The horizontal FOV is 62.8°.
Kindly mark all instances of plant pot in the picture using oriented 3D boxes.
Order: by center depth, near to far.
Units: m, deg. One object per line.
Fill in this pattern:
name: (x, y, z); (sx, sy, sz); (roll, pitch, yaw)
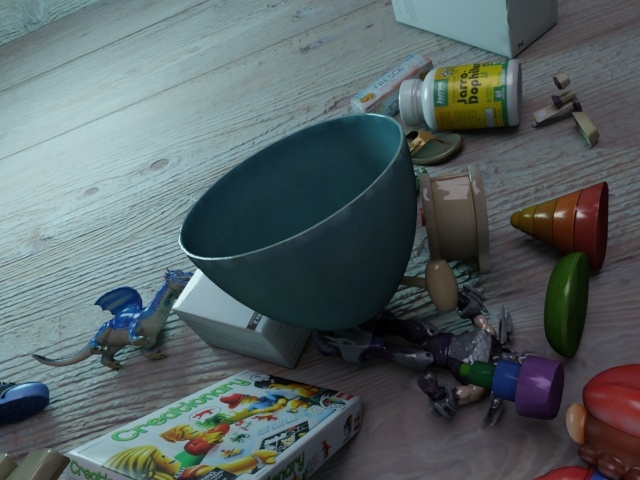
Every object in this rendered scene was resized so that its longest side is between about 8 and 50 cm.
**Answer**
plant pot: (0.000, 0.000, 0.662); (0.291, 0.195, 0.290); (-21, 30, 13)

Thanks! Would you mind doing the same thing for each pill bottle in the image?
pill bottle: (0.259, -0.264, 0.972); (0.209, 0.117, 0.117); (2, 53, 25)

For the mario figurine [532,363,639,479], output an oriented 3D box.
mario figurine: (0.300, 0.278, 0.520); (0.198, 0.170, 0.320); (29, 75, 0)

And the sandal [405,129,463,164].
sandal: (0.174, -0.183, 0.987); (0.180, 0.049, 0.072); (7, 55, 29)

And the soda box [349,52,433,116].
soda box: (0.154, -0.311, 1.096); (0.183, 0.063, 0.058); (-37, 46, -10)

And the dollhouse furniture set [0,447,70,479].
dollhouse furniture set: (-0.228, 0.400, 0.453); (0.394, 0.362, 0.256); (-24, 27, 44)

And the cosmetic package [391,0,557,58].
cosmetic package: (0.316, -0.560, 1.145); (0.155, 0.196, 0.366); (-40, 49, -12)

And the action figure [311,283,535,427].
action figure: (0.141, 0.141, 0.697); (0.285, 0.099, 0.185); (7, 43, 23)

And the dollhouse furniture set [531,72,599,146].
dollhouse furniture set: (0.407, -0.206, 0.891); (0.081, 0.091, 0.114); (-27, 47, 22)

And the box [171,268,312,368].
box: (-0.099, 0.083, 0.837); (0.182, 0.119, 0.180); (9, 56, 30)

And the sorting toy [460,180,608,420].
sorting toy: (0.271, 0.055, 0.670); (0.126, 0.127, 0.365); (7, 45, 36)

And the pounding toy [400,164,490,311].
pounding toy: (0.150, -0.026, 0.735); (0.155, 0.154, 0.269); (-8, 18, 12)

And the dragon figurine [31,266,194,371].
dragon figurine: (-0.343, 0.141, 0.920); (0.290, 0.085, 0.143); (-17, 47, 9)

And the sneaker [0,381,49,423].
sneaker: (-0.575, 0.274, 0.913); (0.233, 0.081, 0.090); (-21, 54, 9)

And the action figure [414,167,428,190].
action figure: (0.083, -0.075, 0.933); (0.233, 0.063, 0.137); (-21, 43, 1)

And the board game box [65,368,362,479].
board game box: (-0.100, 0.233, 0.614); (0.193, 0.305, 0.053); (5, 96, 27)
